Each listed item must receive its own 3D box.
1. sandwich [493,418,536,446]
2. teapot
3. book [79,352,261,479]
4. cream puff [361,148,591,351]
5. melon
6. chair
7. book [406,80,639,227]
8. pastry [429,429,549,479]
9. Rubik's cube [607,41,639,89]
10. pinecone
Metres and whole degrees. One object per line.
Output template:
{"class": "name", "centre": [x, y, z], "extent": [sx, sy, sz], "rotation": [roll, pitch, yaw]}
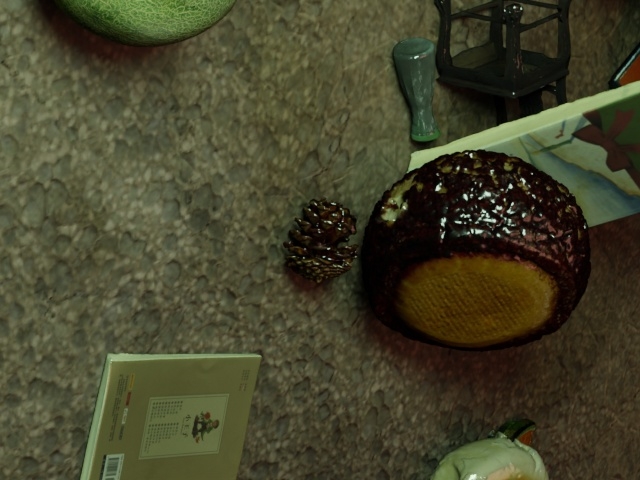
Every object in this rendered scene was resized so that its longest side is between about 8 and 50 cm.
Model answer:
{"class": "sandwich", "centre": [0.219, 0.261, 2.137], "extent": [0.069, 0.026, 0.101], "rotation": [0, 108, -52]}
{"class": "teapot", "centre": [0.102, -0.150, 1.833], "extent": [0.043, 0.043, 0.110], "rotation": [-37, 132, -33]}
{"class": "book", "centre": [-0.141, 0.174, 1.712], "extent": [0.199, 0.016, 0.138], "rotation": [3, 102, -48]}
{"class": "cream puff", "centre": [0.157, 0.007, 1.829], "extent": [0.239, 0.239, 0.164], "rotation": [50, 34, -45]}
{"class": "melon", "centre": [-0.138, -0.226, 1.464], "extent": [0.192, 0.139, 0.139], "rotation": [-3, 107, -42]}
{"class": "chair", "centre": [0.197, -0.155, 1.884], "extent": [0.113, 0.106, 0.229], "rotation": [-25, 122, -40]}
{"class": "book", "centre": [0.262, -0.073, 1.889], "extent": [0.201, 0.289, 0.026], "rotation": [45, 34, -47]}
{"class": "pastry", "centre": [0.189, 0.301, 2.056], "extent": [0.166, 0.088, 0.165], "rotation": [-11, 115, -26]}
{"class": "Rubik's cube", "centre": [0.478, -0.188, 2.081], "extent": [0.167, 0.180, 0.183], "rotation": [-7, 144, -49]}
{"class": "pinecone", "centre": [0.000, 0.000, 1.759], "extent": [0.077, 0.077, 0.083], "rotation": [12, 72, -49]}
